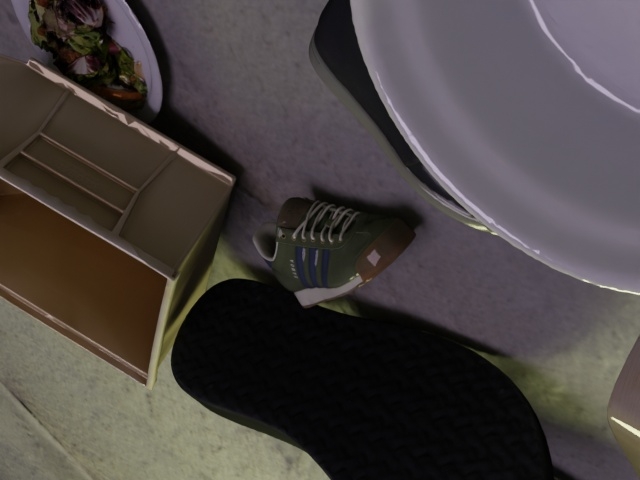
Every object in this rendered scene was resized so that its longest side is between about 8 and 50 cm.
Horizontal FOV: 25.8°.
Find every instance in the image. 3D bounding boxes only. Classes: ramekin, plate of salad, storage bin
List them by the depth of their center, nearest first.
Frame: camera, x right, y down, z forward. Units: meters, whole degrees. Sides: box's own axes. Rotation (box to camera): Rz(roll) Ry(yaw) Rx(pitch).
[{"bbox_3d":[0.161,-0.118,0.744,0.277,0.135,0.277,32,147,24],"label":"ramekin"},{"bbox_3d":[-0.221,-0.181,1.259,0.200,0.048,0.200,34,148,24],"label":"plate of salad"},{"bbox_3d":[-0.230,-0.017,1.330,0.260,0.123,0.262,30,152,5],"label":"storage bin"}]

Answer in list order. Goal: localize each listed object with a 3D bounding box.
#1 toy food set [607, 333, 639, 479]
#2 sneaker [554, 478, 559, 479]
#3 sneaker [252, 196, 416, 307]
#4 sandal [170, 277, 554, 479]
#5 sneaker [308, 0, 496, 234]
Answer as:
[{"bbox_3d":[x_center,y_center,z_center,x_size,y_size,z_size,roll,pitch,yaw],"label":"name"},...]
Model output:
[{"bbox_3d":[0.304,0.151,0.848,0.220,0.092,0.306,30,172,27],"label":"toy food set"},{"bbox_3d":[0.169,0.222,1.211,0.209,0.069,0.082,12,131,46],"label":"sneaker"},{"bbox_3d":[0.000,0.000,1.167,0.086,0.064,0.192,46,154,-8],"label":"sneaker"},{"bbox_3d":[0.045,0.150,1.237,0.446,0.167,0.107,27,170,45],"label":"sandal"},{"bbox_3d":[0.085,-0.100,0.918,0.222,0.083,0.118,42,150,12],"label":"sneaker"}]
